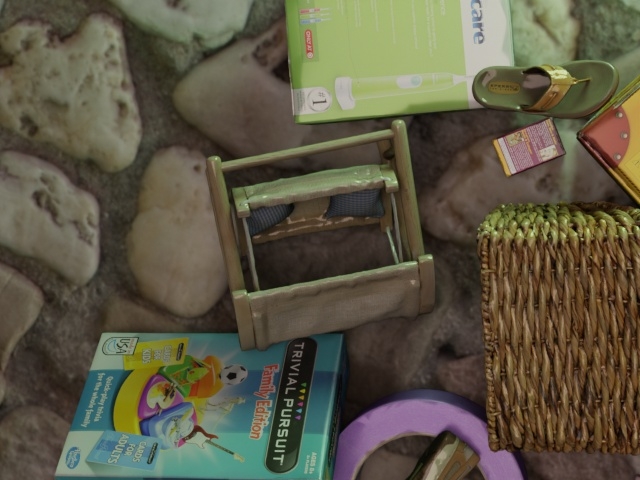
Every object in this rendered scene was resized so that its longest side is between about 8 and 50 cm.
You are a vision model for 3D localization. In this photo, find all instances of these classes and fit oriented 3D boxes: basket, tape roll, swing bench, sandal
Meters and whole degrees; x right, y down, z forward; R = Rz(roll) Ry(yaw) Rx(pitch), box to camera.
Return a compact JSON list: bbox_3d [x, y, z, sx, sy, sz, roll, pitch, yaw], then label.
[{"bbox_3d":[0.322,0.102,1.779,0.223,0.213,0.299,-2,98,16],"label":"basket"},{"bbox_3d":[0.135,0.338,1.893,0.275,0.090,0.274,0,93,9],"label":"tape roll"},{"bbox_3d":[0.000,0.000,1.830,0.253,0.165,0.254,-12,89,-5],"label":"swing bench"},{"bbox_3d":[0.266,-0.186,1.725,0.180,0.049,0.072,3,81,20],"label":"sandal"}]

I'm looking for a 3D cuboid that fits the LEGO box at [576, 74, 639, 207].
[{"bbox_3d":[0.611,-0.071,1.735,0.372,0.193,0.500,-42,86,9],"label":"LEGO box"}]

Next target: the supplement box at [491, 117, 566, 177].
[{"bbox_3d":[0.271,-0.121,1.865,0.083,0.043,0.055,-21,89,11],"label":"supplement box"}]

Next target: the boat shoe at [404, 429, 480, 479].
[{"bbox_3d":[0.132,0.335,1.818,0.072,0.068,0.190,36,98,-6],"label":"boat shoe"}]

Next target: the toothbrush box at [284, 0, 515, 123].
[{"bbox_3d":[0.105,-0.261,1.846,0.283,0.122,0.206,-5,93,11],"label":"toothbrush box"}]

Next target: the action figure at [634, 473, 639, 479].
[{"bbox_3d":[0.537,0.362,1.748,0.248,0.275,0.370,-29,102,16],"label":"action figure"}]

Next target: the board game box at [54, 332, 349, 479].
[{"bbox_3d":[-0.144,0.232,1.854,0.336,0.253,0.079,-1,131,9],"label":"board game box"}]
